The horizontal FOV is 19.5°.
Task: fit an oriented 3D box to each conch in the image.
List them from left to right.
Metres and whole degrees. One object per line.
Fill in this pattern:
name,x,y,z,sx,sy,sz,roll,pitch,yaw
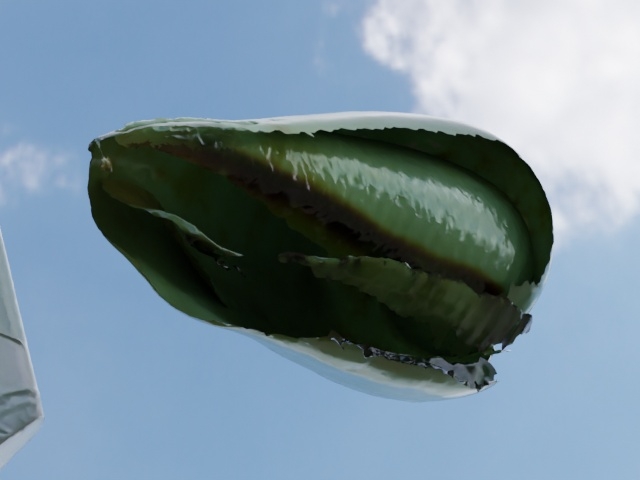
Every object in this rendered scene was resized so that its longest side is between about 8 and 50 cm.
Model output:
conch,0.017,0.009,0.851,0.137,0.250,0.143,-14,-95,25

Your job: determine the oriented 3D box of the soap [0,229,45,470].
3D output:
soap,-0.234,0.031,0.871,0.173,0.289,0.095,9,-43,-37
